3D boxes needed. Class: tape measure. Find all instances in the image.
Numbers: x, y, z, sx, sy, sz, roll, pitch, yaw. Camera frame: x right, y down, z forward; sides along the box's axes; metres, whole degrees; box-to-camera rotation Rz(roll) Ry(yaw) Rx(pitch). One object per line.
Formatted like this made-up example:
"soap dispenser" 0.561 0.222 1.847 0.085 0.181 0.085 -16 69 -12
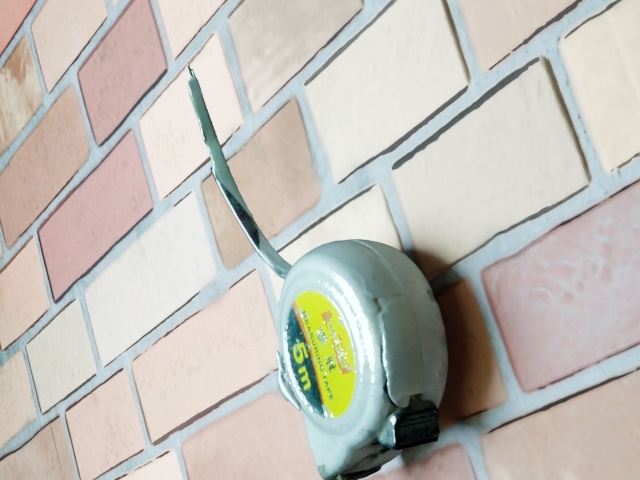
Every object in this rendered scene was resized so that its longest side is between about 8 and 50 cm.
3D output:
"tape measure" 0.000 0.000 0.942 0.164 0.084 0.330 -36 68 49
